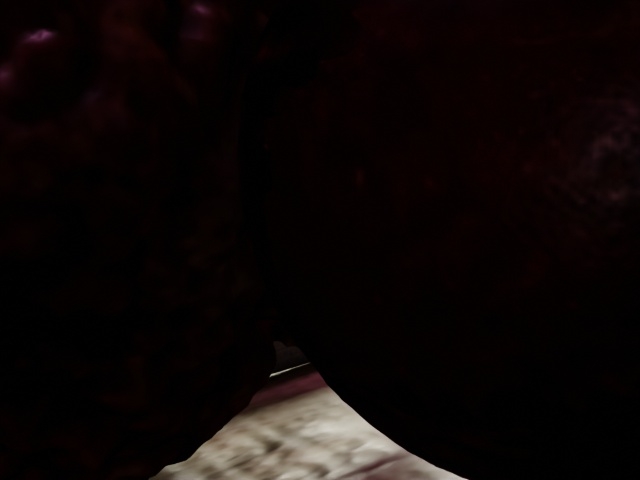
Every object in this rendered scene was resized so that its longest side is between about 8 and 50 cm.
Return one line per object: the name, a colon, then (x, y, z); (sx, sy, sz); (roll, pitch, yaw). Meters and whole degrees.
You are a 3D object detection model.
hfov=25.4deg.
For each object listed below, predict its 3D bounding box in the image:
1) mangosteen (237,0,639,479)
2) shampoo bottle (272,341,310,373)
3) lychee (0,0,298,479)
mangosteen: (0.121, -0.041, 0.529); (0.297, 0.293, 0.297); (-44, 26, 27)
shampoo bottle: (0.029, 0.035, 0.937); (0.214, 0.072, 0.072); (-17, 6, -5)
lychee: (-0.169, -0.047, 0.726); (0.424, 0.500, 0.424); (-58, 2, 2)
